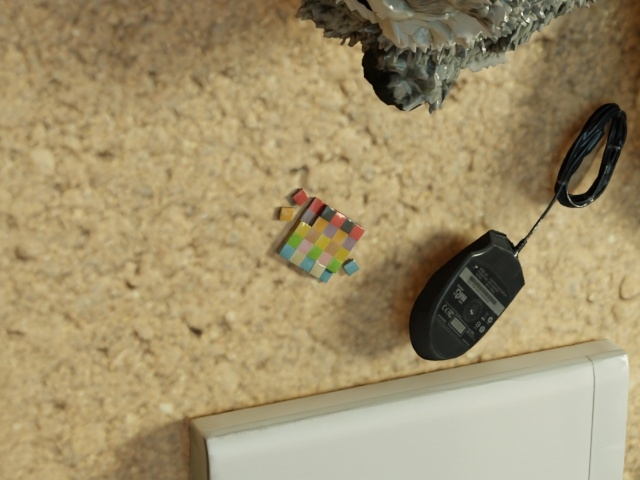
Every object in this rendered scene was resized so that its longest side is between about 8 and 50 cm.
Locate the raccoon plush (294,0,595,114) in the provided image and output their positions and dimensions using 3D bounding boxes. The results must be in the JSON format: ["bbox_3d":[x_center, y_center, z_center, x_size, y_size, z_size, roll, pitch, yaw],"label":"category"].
[{"bbox_3d":[0.153,-0.247,1.021,0.446,0.299,0.216,-33,95,-13],"label":"raccoon plush"}]

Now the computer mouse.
[{"bbox_3d":[0.146,-0.009,1.303,0.242,0.041,0.071,-49,130,-7],"label":"computer mouse"}]

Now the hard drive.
[{"bbox_3d":[0.074,0.216,1.352,0.353,0.047,0.233,-9,114,-21],"label":"hard drive"}]

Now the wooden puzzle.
[{"bbox_3d":[0.000,0.000,1.252,0.083,0.006,0.049,32,95,-31],"label":"wooden puzzle"}]
